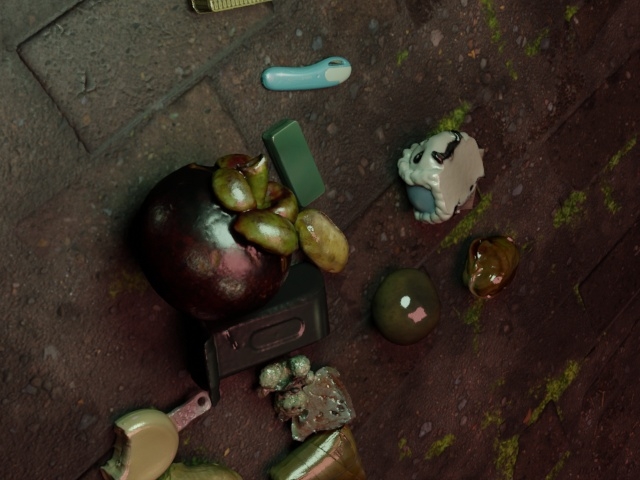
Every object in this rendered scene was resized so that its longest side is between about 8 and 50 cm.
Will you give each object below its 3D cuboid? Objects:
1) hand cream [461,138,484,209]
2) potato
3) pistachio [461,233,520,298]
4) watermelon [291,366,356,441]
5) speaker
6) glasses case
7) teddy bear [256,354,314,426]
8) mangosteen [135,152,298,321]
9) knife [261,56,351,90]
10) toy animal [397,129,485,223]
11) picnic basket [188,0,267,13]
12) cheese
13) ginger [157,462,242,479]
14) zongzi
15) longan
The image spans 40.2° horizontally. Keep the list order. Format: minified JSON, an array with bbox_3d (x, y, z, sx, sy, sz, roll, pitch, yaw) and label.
[{"bbox_3d":[0.374,-0.166,2.215,0.087,0.054,0.186,-7,113,-42],"label":"hand cream"},{"bbox_3d":[0.000,0.000,1.935,0.170,0.080,0.107,42,53,-31],"label":"potato"},{"bbox_3d":[0.453,0.060,2.287,0.210,0.131,0.165,-46,115,-32],"label":"pistachio"},{"bbox_3d":[0.016,0.396,2.043,0.187,0.139,0.071,-65,163,-6],"label":"watermelon"},{"bbox_3d":[-0.119,0.191,1.834,0.388,0.184,0.180,-19,113,-34],"label":"speaker"},{"bbox_3d":[-0.056,-0.165,1.878,0.078,0.039,0.184,-39,123,-25],"label":"glasses case"},{"bbox_3d":[-0.079,0.319,1.964,0.133,0.111,0.213,-11,137,-3],"label":"teddy bear"},{"bbox_3d":[-0.180,-0.016,1.631,0.307,0.306,0.347,19,128,-40],"label":"mangosteen"},{"bbox_3d":[-0.029,-0.352,1.856,0.222,0.031,0.064,-13,114,-32],"label":"knife"},{"bbox_3d":[0.274,-0.153,2.071,0.208,0.156,0.204,-49,125,-38],"label":"toy animal"},{"bbox_3d":[-0.173,-0.503,1.667,0.164,0.079,0.115,-21,114,-32],"label":"picnic basket"},{"bbox_3d":[-0.330,0.414,1.802,0.249,0.071,0.163,-14,110,-36],"label":"cheese"},{"bbox_3d":[-0.253,0.537,1.848,0.267,0.152,0.138,31,84,-45],"label":"ginger"},{"bbox_3d":[0.003,0.568,2.094,0.228,0.115,0.256,-38,133,-20],"label":"zongzi"},{"bbox_3d":[0.206,0.159,2.104,0.167,0.167,0.187,14,72,-40],"label":"longan"}]
